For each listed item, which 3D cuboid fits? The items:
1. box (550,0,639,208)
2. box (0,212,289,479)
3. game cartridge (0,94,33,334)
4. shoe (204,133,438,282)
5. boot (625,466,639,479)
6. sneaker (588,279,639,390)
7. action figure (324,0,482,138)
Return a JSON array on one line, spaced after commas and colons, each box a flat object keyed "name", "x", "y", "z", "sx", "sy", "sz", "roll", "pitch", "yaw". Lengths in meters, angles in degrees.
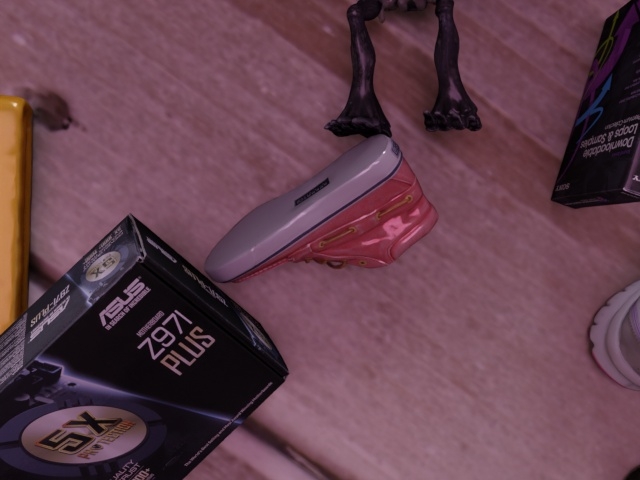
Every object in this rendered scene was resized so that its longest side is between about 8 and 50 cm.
[{"name": "box", "x": 0.227, "y": -0.105, "z": 0.420, "sx": 0.029, "sy": 0.116, "sz": 0.162, "roll": 16, "pitch": 90, "yaw": 0}, {"name": "box", "x": -0.139, "y": 0.099, "z": 0.397, "sx": 0.180, "sy": 0.077, "sz": 0.147, "roll": -43, "pitch": 123, "yaw": -2}, {"name": "game cartridge", "x": -0.382, "y": 0.028, "z": 0.394, "sx": 0.323, "sy": 0.052, "sz": 0.285, "roll": 1, "pitch": 91, "yaw": -18}, {"name": "shoe", "x": 0.000, "y": 0.000, "z": 0.438, "sx": 0.178, "sy": 0.063, "sz": 0.081, "roll": -32, "pitch": 118, "yaw": 16}, {"name": "boot", "x": 0.328, "y": 0.274, "z": 0.417, "sx": 0.198, "sy": 0.137, "sz": 0.077, "roll": 43, "pitch": 89, "yaw": -3}, {"name": "sneaker", "x": 0.324, "y": 0.019, "z": 0.427, "sx": 0.103, "sy": 0.111, "sz": 0.252, "roll": 35, "pitch": 89, "yaw": -2}, {"name": "action figure", "x": 0.066, "y": -0.216, "z": 0.403, "sx": 0.164, "sy": 0.141, "sz": 0.276, "roll": 0, "pitch": 92, "yaw": 9}]
